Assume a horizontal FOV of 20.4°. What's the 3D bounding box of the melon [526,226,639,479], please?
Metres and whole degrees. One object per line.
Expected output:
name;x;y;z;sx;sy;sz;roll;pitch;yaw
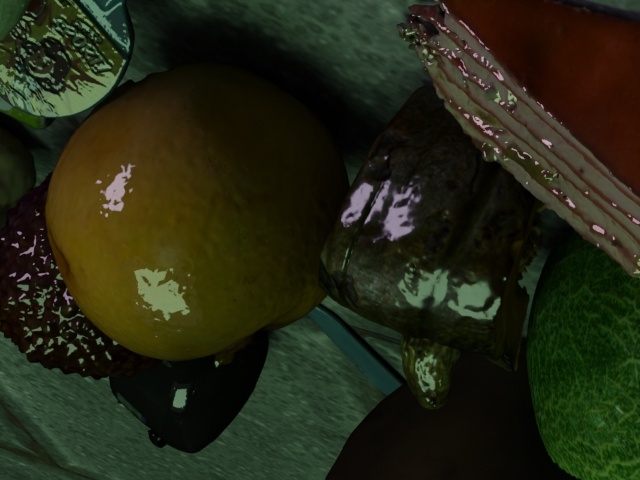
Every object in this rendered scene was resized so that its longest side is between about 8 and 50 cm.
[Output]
melon;0.203;0.073;1.185;0.124;0.196;0.323;5;168;-19

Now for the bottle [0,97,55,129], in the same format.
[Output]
bottle;-0.319;-0.185;1.220;0.330;0.093;0.093;25;157;0

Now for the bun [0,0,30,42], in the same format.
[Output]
bun;-0.272;-0.200;1.098;0.212;0.126;0.204;23;132;-10

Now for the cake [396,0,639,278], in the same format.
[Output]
cake;0.161;-0.074;0.999;0.287;0.135;0.098;36;169;28

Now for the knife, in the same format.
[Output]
knife;0.068;0.136;1.624;0.044;0.019;0.313;6;148;44

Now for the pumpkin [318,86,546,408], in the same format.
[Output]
pumpkin;0.072;0.026;1.157;0.131;0.126;0.248;19;138;15

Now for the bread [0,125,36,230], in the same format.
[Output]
bread;-0.495;-0.043;1.454;0.371;0.279;0.390;-1;150;43

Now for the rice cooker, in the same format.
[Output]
rice cooker;-0.120;0.112;1.604;0.118;0.142;0.203;35;158;8

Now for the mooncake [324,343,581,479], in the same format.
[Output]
mooncake;0.146;0.231;1.408;0.290;0.290;0.161;0;147;46

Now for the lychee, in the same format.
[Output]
lychee;-0.182;0.028;1.420;0.188;0.188;0.188;21;157;10

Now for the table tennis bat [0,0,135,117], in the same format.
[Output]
table tennis bat;-0.158;-0.140;1.144;0.155;0.019;0.100;-34;101;26

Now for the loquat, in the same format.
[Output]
loquat;-0.081;-0.015;1.198;0.208;0.208;0.208;21;157;10
